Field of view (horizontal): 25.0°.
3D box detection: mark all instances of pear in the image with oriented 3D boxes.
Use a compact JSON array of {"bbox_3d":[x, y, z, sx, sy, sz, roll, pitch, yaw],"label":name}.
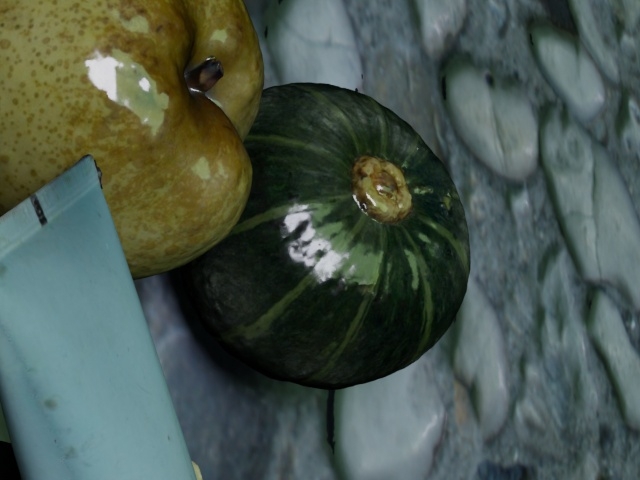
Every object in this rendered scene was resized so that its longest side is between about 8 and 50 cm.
[{"bbox_3d":[-0.098,-0.066,0.640,0.167,0.136,0.167,25,60,-54],"label":"pear"}]

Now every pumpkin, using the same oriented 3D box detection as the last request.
[{"bbox_3d":[0.002,-0.001,0.766,0.167,0.125,0.167,27,39,-24],"label":"pumpkin"}]

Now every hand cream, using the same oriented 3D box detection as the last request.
[{"bbox_3d":[-0.072,0.130,0.554,0.111,0.070,0.312,-49,126,-67],"label":"hand cream"}]

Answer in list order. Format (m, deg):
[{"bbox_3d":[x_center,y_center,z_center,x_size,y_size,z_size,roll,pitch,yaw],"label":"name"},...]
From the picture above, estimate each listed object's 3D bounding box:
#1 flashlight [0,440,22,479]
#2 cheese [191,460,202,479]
[{"bbox_3d":[-0.160,0.259,0.471,0.103,0.103,0.424,40,46,-40],"label":"flashlight"},{"bbox_3d":[-0.094,0.210,0.621,0.127,0.050,0.255,35,52,-45],"label":"cheese"}]
